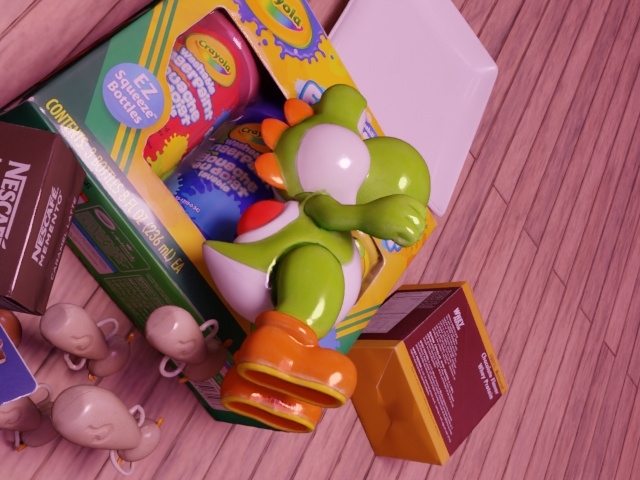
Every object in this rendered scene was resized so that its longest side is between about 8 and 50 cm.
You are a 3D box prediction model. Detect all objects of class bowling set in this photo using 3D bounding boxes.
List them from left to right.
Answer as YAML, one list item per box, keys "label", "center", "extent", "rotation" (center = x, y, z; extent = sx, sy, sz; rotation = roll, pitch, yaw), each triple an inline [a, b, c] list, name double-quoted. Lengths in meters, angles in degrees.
- label: "bowling set"
  center: [-0.243, 0.140, 0.740]
  extent: [0.287, 0.200, 0.154]
  rotation: [-43, 150, -9]

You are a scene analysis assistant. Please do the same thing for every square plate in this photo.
- label: "square plate"
  center: [0.143, -0.271, 1.215]
  extent: [0.344, 0.049, 0.347]
  rotation: [42, 58, -31]

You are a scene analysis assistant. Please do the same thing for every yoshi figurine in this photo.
- label: "yoshi figurine"
  center: [0.028, 0.006, 0.757]
  extent: [0.203, 0.203, 0.362]
  rotation: [54, 41, -48]

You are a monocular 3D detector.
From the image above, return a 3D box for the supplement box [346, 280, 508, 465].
- label: "supplement box"
  center: [0.150, 0.189, 1.107]
  extent: [0.194, 0.129, 0.192]
  rotation: [-35, 108, -40]

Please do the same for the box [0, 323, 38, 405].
- label: "box"
  center: [-0.370, 0.130, 0.624]
  extent: [0.225, 0.136, 0.037]
  rotation: [-20, 143, -38]

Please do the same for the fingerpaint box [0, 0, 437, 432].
- label: "fingerpaint box"
  center: [-0.094, -0.066, 0.887]
  extent: [0.371, 0.163, 0.445]
  rotation: [-50, 118, -35]

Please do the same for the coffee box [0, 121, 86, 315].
- label: "coffee box"
  center: [-0.339, -0.034, 0.610]
  extent: [0.246, 0.098, 0.141]
  rotation: [11, 74, -2]
